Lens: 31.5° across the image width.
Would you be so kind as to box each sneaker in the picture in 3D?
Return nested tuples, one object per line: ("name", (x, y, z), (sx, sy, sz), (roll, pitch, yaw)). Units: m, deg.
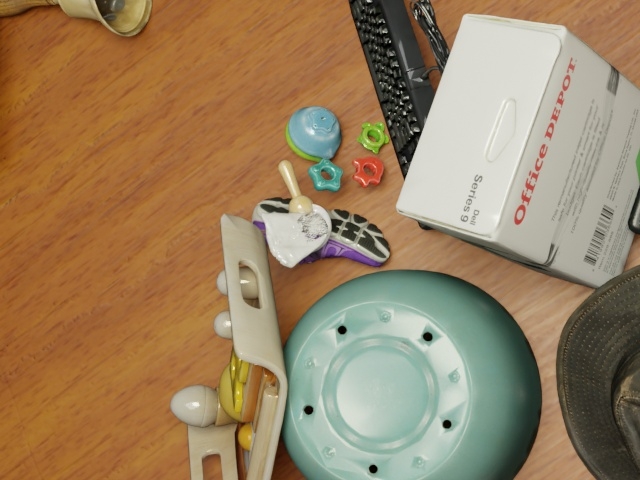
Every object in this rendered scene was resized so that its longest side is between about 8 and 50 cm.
("sneaker", (0.000, 0.000, 1.352), (0.170, 0.068, 0.071), (17, 120, 11))

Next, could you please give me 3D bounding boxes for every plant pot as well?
("plant pot", (0.083, 0.164, 1.205), (0.293, 0.235, 0.292), (-2, 82, 12))

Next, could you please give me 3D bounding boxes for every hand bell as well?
("hand bell", (-0.351, -0.314, 1.468), (0.242, 0.126, 0.126), (-2, 84, 28))

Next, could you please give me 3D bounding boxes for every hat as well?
("hat", (0.373, 0.190, 1.138), (0.331, 0.134, 0.331), (10, 111, 28))

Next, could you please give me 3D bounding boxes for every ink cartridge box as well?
("ink cartridge box", (0.227, -0.082, 1.160), (0.122, 0.289, 0.211), (18, 89, 38))

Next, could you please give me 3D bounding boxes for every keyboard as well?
("keyboard", (0.101, -0.175, 1.273), (0.033, 0.201, 0.317), (-14, 79, -21))

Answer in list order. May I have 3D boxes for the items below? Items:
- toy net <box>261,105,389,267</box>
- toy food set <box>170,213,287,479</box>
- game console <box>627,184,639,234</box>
("toy net", (0.000, -0.056, 1.314), (0.122, 0.045, 0.232), (23, 59, -9))
("toy food set", (-0.106, 0.157, 1.216), (0.093, 0.219, 0.306), (3, 127, -12))
("game console", (0.394, -0.051, 1.225), (0.107, 0.071, 0.122), (18, 89, 6))
